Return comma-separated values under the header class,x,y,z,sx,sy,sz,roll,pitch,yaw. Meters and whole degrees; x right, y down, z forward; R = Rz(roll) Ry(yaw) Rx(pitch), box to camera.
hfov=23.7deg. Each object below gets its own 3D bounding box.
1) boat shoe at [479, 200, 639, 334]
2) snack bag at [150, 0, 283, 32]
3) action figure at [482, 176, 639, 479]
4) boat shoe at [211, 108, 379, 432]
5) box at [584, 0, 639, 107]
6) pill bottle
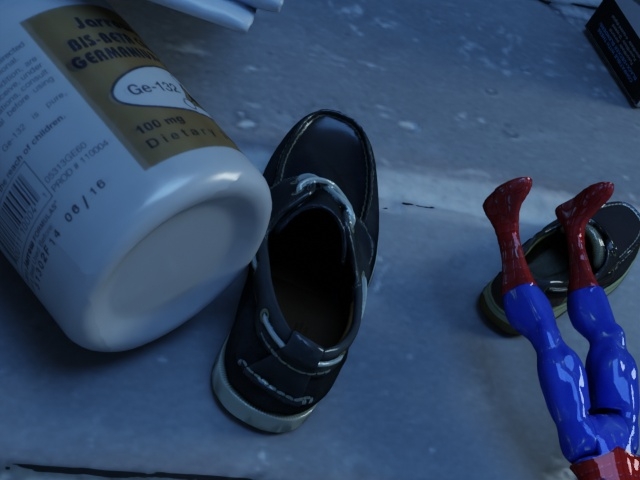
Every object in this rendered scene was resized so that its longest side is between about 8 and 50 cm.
class,x,y,z,sx,sy,sz,roll,pitch,yaw
boat shoe,0.164,0.011,0.966,0.056,0.049,0.152,46,49,13
snack bag,-0.179,-0.220,0.925,0.323,0.037,0.342,18,18,-9
action figure,0.166,0.088,0.821,0.091,0.139,0.280,1,69,-24
boat shoe,0.000,0.000,0.880,0.084,0.079,0.233,20,45,-6
box,0.337,-0.224,1.084,0.169,0.290,0.087,-6,57,-32
pill bottle,-0.142,-0.063,0.824,0.131,0.131,0.229,-23,60,-38
